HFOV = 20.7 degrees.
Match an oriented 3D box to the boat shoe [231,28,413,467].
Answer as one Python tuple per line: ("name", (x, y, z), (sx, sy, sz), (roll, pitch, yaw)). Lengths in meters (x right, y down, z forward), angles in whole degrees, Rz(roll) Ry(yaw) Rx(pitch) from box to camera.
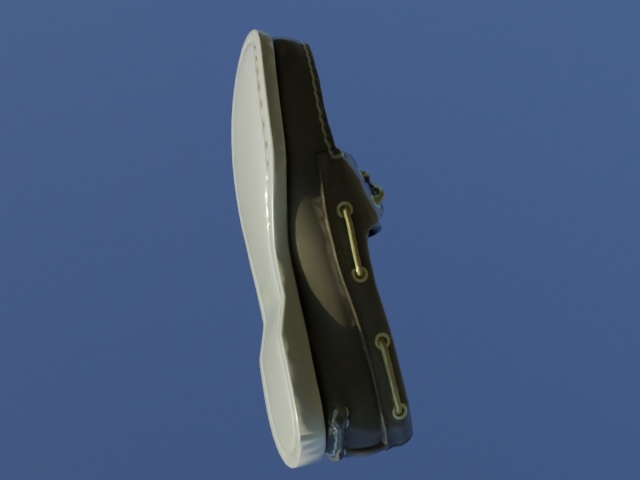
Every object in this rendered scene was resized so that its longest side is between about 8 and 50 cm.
("boat shoe", (-0.001, 0.001, 1.209), (0.091, 0.109, 0.305), (-5, -101, -15))
